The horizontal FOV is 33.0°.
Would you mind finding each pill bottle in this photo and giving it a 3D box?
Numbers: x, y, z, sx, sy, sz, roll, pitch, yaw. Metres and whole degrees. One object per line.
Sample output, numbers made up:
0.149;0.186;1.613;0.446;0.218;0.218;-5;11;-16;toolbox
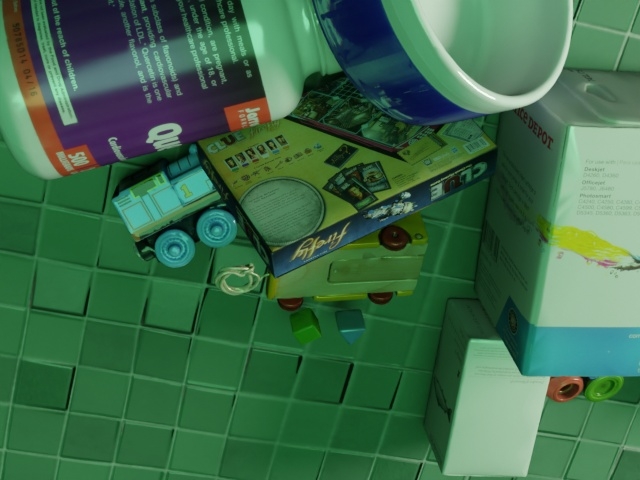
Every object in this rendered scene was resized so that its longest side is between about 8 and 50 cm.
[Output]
-0.139;-0.178;1.000;0.323;0.181;0.181;-15;115;-1;pill bottle

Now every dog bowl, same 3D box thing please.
0.112;-0.238;0.967;0.104;0.265;0.265;-10;124;43;dog bowl

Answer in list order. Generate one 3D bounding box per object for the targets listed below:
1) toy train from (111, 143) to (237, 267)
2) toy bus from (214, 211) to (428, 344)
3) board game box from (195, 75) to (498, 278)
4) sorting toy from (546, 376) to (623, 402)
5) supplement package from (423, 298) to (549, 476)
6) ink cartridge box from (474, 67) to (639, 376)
-0.122;-0.048;1.120;0.184;0.080;0.105;-26;109;4;toy train
0.011;0.003;1.143;0.191;0.104;0.202;-33;135;20;toy bus
0.024;-0.081;1.045;0.243;0.165;0.042;-25;145;-15;board game box
0.314;0.162;1.302;0.102;0.042;0.061;0;130;-21;sorting toy
0.192;0.170;1.247;0.105;0.105;0.179;3;113;-10;supplement package
0.293;-0.023;1.124;0.197;0.198;0.270;1;114;-8;ink cartridge box
